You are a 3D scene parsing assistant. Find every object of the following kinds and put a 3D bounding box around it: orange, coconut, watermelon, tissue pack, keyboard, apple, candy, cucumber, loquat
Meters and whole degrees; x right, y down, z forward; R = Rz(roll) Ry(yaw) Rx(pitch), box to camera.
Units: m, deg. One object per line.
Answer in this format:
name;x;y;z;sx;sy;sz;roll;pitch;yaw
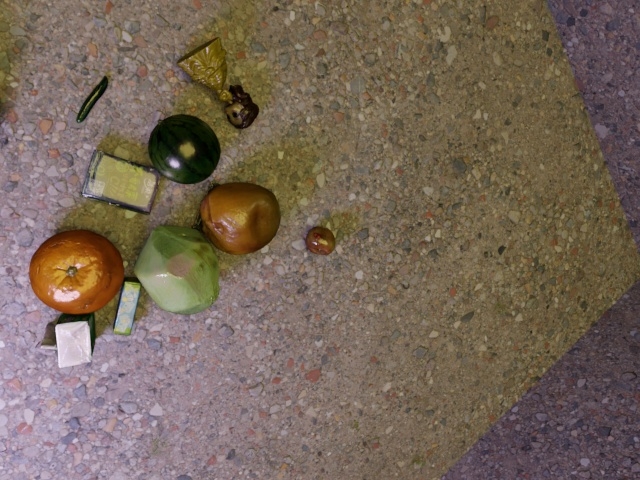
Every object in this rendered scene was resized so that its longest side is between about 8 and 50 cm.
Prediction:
orange;-0.798;0.102;1.622;0.284;0.226;0.283;0;92;-16
coconut;-0.496;0.093;1.716;0.282;0.328;0.328;-17;109;16
watermelon;-0.466;-0.313;1.690;0.243;0.242;0.242;-4;100;-23
tissue pack;-0.688;-0.199;1.704;0.236;0.073;0.173;16;93;-25
keyboard;-0.425;-0.121;1.865;0.061;0.013;0.204;22;89;-25
apple;0.002;0.001;2.015;0.126;0.126;0.101;26;63;-25
candy;-0.694;0.233;1.762;0.062;0.097;0.194;12;94;-26
cucumber;-0.765;-0.472;1.646;0.033;0.036;0.184;35;85;-17
loquat;-0.295;-0.087;1.802;0.284;0.276;0.275;-37;112;-34
tissue pack;-0.846;0.317;1.650;0.156;0.209;0.147;-6;102;-20

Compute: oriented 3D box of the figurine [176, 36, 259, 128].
figurine;-0.347;-0.537;1.755;0.188;0.168;0.315;-18;123;24
